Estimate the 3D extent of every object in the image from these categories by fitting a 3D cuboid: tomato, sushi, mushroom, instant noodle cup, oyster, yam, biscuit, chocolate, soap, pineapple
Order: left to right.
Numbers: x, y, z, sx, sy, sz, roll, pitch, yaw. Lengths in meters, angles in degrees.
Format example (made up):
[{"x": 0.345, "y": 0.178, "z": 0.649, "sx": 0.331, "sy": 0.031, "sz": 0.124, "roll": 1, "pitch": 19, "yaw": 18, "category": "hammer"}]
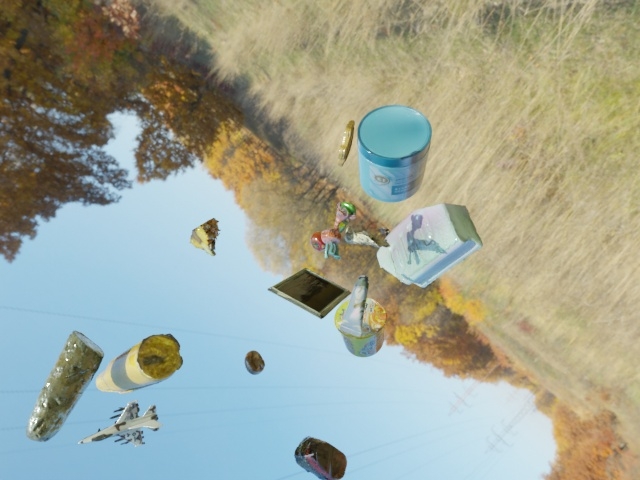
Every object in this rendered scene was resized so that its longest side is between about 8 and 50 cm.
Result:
[{"x": -0.808, "y": 0.460, "z": 1.318, "sx": 0.133, "sy": 0.330, "sz": 0.133, "roll": 16, "pitch": 155, "yaw": 8, "category": "yam"}, {"x": -0.673, "y": 0.463, "z": 1.505, "sx": 0.162, "sy": 0.445, "sz": 0.162, "roll": 28, "pitch": -132, "yaw": -36, "category": "chocolate"}, {"x": -0.556, "y": -0.018, "z": 2.138, "sx": 0.164, "sy": 0.140, "sz": 0.250, "roll": 45, "pitch": 144, "yaw": 3, "category": "pineapple"}, {"x": -0.306, "y": 0.570, "z": 1.938, "sx": 0.109, "sy": 0.085, "sz": 0.126, "roll": 39, "pitch": 178, "yaw": 32, "category": "mushroom"}, {"x": 0.000, "y": 0.000, "z": 1.800, "sx": 0.087, "sy": 0.075, "sz": 0.087, "roll": 27, "pitch": 144, "yaw": 22, "category": "tomato"}, {"x": 0.002, "y": 0.911, "z": 1.740, "sx": 0.225, "sy": 0.126, "sz": 0.136, "roll": 46, "pitch": -136, "yaw": -26, "category": "sushi"}, {"x": 0.096, "y": -0.342, "z": 1.492, "sx": 0.036, "sy": 0.166, "sz": 0.225, "roll": 15, "pitch": -175, "yaw": 3, "category": "biscuit"}, {"x": 0.207, "y": 0.446, "z": 2.097, "sx": 0.264, "sy": 0.264, "sz": 0.200, "roll": 44, "pitch": 154, "yaw": 44, "category": "instant noodle cup"}, {"x": 0.163, "y": 0.002, "z": 1.454, "sx": 0.106, "sy": 0.061, "sz": 0.200, "roll": 18, "pitch": -177, "yaw": -17, "category": "oyster"}, {"x": 0.429, "y": 0.022, "z": 1.736, "sx": 0.156, "sy": 0.446, "sz": 0.261, "roll": 4, "pitch": -123, "yaw": -29, "category": "soap"}]

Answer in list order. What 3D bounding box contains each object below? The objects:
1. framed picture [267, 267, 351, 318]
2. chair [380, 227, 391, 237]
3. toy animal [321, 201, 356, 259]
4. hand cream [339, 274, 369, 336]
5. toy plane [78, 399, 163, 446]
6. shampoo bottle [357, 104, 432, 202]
[{"x": -0.027, "y": 0.160, "z": 1.343, "sx": 0.197, "sy": 0.014, "sz": 0.252, "roll": 26, "pitch": -159, "yaw": 18, "category": "framed picture"}, {"x": 0.321, "y": -0.038, "z": 2.022, "sx": 0.086, "sy": 0.042, "sz": 0.037, "roll": 4, "pitch": 129, "yaw": 38, "category": "chair"}, {"x": 0.063, "y": -0.033, "z": 1.481, "sx": 0.100, "sy": 0.208, "sz": 0.103, "roll": 12, "pitch": 164, "yaw": 18, "category": "toy animal"}, {"x": 0.144, "y": 0.249, "z": 1.619, "sx": 0.088, "sy": 0.256, "sz": 0.055, "roll": 23, "pitch": 144, "yaw": -3, "category": "hand cream"}, {"x": -0.600, "y": 0.567, "z": 1.272, "sx": 0.234, "sy": 0.160, "sz": 0.082, "roll": -6, "pitch": -166, "yaw": -14, "category": "toy plane"}, {"x": 0.341, "y": -0.402, "z": 1.984, "sx": 0.331, "sy": 0.331, "sz": 0.343, "roll": 41, "pitch": 162, "yaw": 24, "category": "shampoo bottle"}]
